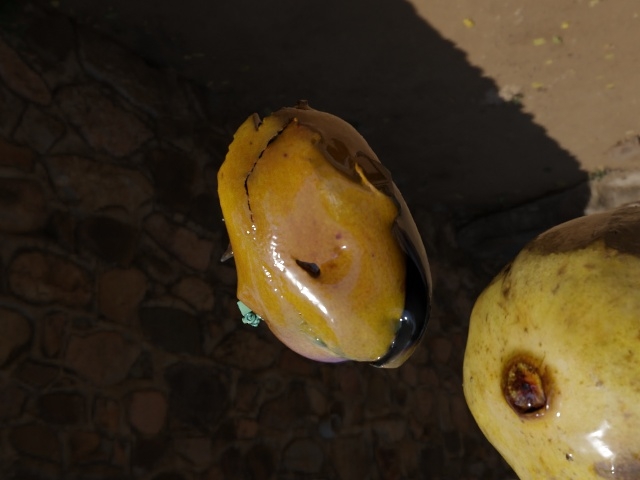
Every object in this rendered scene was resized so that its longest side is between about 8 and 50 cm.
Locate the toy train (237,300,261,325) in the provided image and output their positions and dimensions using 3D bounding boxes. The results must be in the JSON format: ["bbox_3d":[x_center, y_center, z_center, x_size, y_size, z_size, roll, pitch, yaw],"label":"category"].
[{"bbox_3d":[-0.077,0.091,1.157,0.092,0.045,0.029,-29,160,3],"label":"toy train"}]

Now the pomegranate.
[{"bbox_3d":[0.265,0.105,0.679,0.281,0.281,0.281,-4,164,-1],"label":"pomegranate"}]

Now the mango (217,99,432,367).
[{"bbox_3d":[0.000,0.000,0.812,0.201,0.287,0.152,-15,-172,1],"label":"mango"}]

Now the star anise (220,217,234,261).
[{"bbox_3d":[-0.093,-0.069,1.424,0.102,0.272,0.272,23,167,11],"label":"star anise"}]
